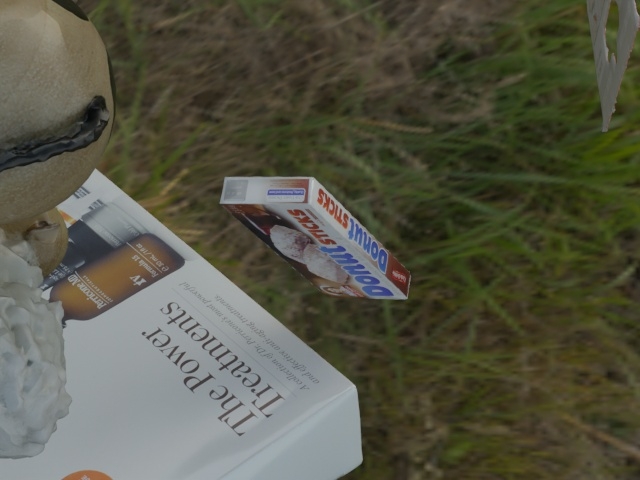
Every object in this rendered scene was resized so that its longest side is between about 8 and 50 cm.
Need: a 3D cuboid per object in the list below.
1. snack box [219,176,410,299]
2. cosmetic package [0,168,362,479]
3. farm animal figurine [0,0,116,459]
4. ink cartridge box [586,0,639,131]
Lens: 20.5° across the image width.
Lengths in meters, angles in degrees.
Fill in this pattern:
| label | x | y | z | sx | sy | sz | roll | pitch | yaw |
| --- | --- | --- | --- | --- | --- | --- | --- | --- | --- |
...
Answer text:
| label | x | y | z | sx | sy | sz | roll | pitch | yaw |
| --- | --- | --- | --- | --- | --- | --- | --- | --- | --- |
| snack box | 0.000 | 0.000 | 1.183 | 0.178 | 0.064 | 0.022 | 43 | 52 | -58 |
| cosmetic package | -0.198 | 0.105 | 1.296 | 0.284 | 0.377 | 0.097 | -34 | 141 | -25 |
| farm animal figurine | -0.158 | -0.121 | 0.715 | 0.172 | 0.330 | 0.327 | -16 | 50 | -11 |
| ink cartridge box | 0.138 | -0.178 | 0.770 | 0.056 | 0.181 | 0.225 | -9 | 79 | 4 |
